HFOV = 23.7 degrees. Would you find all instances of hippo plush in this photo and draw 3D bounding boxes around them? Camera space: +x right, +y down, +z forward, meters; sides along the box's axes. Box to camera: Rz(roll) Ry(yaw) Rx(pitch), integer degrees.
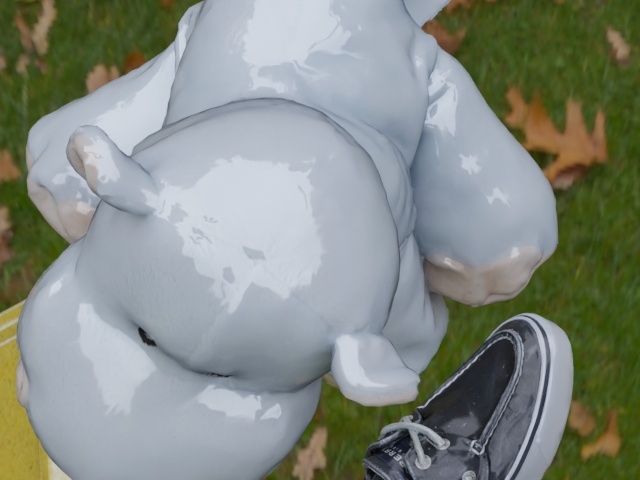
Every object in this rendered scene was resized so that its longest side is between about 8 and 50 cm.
[{"bbox_3d":[0.000,0.000,0.626,0.234,0.294,0.236,33,29,-15],"label":"hippo plush"}]

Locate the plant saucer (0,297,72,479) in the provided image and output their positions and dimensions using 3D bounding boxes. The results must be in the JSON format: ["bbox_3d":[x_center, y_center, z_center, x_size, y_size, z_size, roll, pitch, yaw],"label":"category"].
[{"bbox_3d":[-0.198,0.185,0.787,0.332,0.081,0.333,-27,54,25],"label":"plant saucer"}]

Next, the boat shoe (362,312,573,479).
[{"bbox_3d":[0.080,0.178,1.140,0.301,0.102,0.108,-58,33,-2],"label":"boat shoe"}]
